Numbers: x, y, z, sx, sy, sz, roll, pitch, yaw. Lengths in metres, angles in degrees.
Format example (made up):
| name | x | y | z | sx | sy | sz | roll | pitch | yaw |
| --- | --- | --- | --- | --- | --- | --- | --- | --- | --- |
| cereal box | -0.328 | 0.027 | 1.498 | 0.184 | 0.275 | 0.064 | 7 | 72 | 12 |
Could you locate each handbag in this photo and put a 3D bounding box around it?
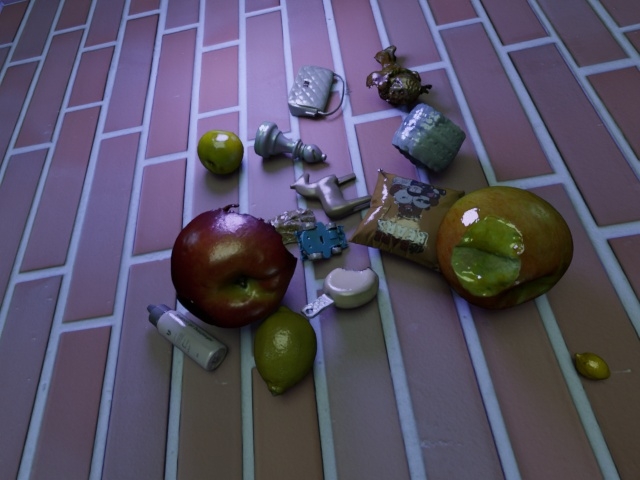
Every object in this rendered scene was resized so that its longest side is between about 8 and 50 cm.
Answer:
| name | x | y | z | sx | sy | sz | roll | pitch | yaw |
| --- | --- | --- | --- | --- | --- | --- | --- | --- | --- |
| handbag | -0.007 | -0.621 | 1.669 | 0.219 | 0.079 | 0.256 | 10 | 66 | 11 |

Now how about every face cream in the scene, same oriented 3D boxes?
| name | x | y | z | sx | sy | sz | roll | pitch | yaw |
| --- | --- | --- | --- | --- | --- | --- | --- | --- | --- |
| face cream | -0.434 | 0.285 | 1.250 | 0.311 | 0.092 | 0.092 | 27 | 70 | 23 |

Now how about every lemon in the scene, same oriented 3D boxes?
| name | x | y | z | sx | sy | sz | roll | pitch | yaw |
| --- | --- | --- | --- | --- | --- | --- | --- | --- | --- |
| lemon | 0.701 | 0.324 | 1.036 | 0.092 | 0.065 | 0.065 | 34 | 72 | 15 |
| lemon | -0.098 | 0.307 | 1.126 | 0.184 | 0.184 | 0.248 | -1 | 70 | 10 |

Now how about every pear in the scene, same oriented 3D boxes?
| name | x | y | z | sx | sy | sz | roll | pitch | yaw |
| --- | --- | --- | --- | --- | --- | --- | --- | --- | --- |
| pear | -0.372 | -0.356 | 1.555 | 0.180 | 0.166 | 0.216 | 3 | 40 | 26 |

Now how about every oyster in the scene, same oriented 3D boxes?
| name | x | y | z | sx | sy | sz | roll | pitch | yaw |
| --- | --- | --- | --- | --- | --- | --- | --- | --- | --- |
| oyster | -0.118 | -0.056 | 1.388 | 0.209 | 0.072 | 0.133 | -14 | 63 | 1 |

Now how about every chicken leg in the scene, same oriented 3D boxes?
| name | x | y | z | sx | sy | sz | roll | pitch | yaw |
| --- | --- | --- | --- | --- | --- | --- | --- | --- | --- |
| chicken leg | 0.276 | -0.652 | 1.605 | 0.211 | 0.140 | 0.361 | -10 | 48 | -18 |

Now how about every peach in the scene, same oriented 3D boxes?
| name | x | y | z | sx | sy | sz | roll | pitch | yaw |
| --- | --- | --- | --- | --- | --- | --- | --- | --- | --- |
| peach | -0.269 | 0.085 | 1.162 | 0.406 | 0.335 | 0.310 | 10 | 55 | 49 |

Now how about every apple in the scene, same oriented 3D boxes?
| name | x | y | z | sx | sy | sz | roll | pitch | yaw |
| --- | --- | --- | --- | --- | --- | --- | --- | --- | --- |
| apple | 0.481 | 0.015 | 1.086 | 0.339 | 0.339 | 0.339 | -4 | 61 | 8 |

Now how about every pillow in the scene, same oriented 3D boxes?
| name | x | y | z | sx | sy | sz | roll | pitch | yaw |
| --- | --- | --- | --- | --- | --- | --- | --- | --- | --- |
| pillow | 0.286 | -0.074 | 1.293 | 0.310 | 0.119 | 0.312 | 19 | 68 | 13 |

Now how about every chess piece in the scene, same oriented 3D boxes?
| name | x | y | z | sx | sy | sz | roll | pitch | yaw |
| --- | --- | --- | --- | --- | --- | --- | --- | --- | --- |
| chess piece | -0.106 | -0.353 | 1.525 | 0.271 | 0.139 | 0.139 | 19 | 67 | 8 |

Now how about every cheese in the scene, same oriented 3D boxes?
| name | x | y | z | sx | sy | sz | roll | pitch | yaw |
| --- | --- | --- | --- | --- | --- | --- | --- | --- | --- |
| cheese | 0.067 | 0.163 | 1.188 | 0.163 | 0.071 | 0.249 | 13 | 37 | 27 |

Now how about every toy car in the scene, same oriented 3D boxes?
| name | x | y | z | sx | sy | sz | roll | pitch | yaw |
| --- | --- | --- | --- | --- | --- | --- | --- | --- | --- |
| toy car | 0.000 | 0.000 | 1.337 | 0.161 | 0.098 | 0.126 | -12 | 86 | -28 |

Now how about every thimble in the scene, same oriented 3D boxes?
| name | x | y | z | sx | sy | sz | roll | pitch | yaw |
| --- | --- | --- | --- | --- | --- | --- | --- | --- | --- |
| thimble | 0.362 | -0.333 | 1.346 | 0.205 | 0.250 | 0.172 | 41 | 106 | 27 |

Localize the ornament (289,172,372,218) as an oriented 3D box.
| name | x | y | z | sx | sy | sz | roll | pitch | yaw |
| --- | --- | --- | --- | --- | --- | --- | --- | --- | --- |
| ornament | 0.029 | -0.174 | 1.427 | 0.245 | 0.061 | 0.230 | -20 | 60 | -5 |
